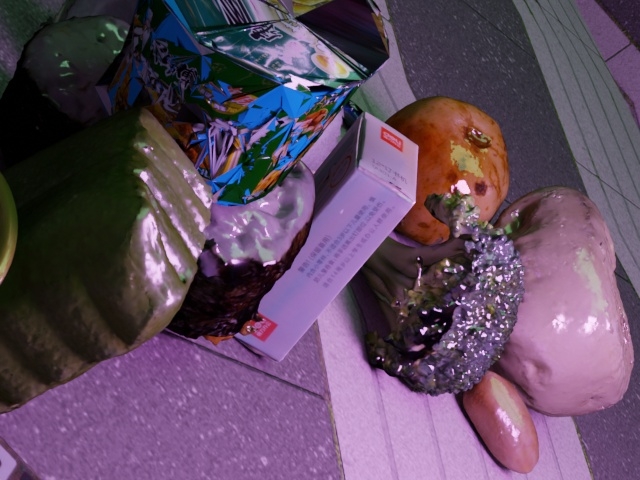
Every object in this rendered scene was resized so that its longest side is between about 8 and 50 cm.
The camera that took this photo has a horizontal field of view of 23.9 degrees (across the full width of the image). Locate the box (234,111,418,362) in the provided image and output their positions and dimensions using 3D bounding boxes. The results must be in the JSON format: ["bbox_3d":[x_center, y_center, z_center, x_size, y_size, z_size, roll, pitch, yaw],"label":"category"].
[{"bbox_3d":[0.000,0.000,1.650,0.079,0.269,0.135,32,30,-13],"label":"box"}]

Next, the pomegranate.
[{"bbox_3d":[0.166,-0.097,2.195,0.215,0.215,0.215,42,26,-27],"label":"pomegranate"}]

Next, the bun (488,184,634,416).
[{"bbox_3d":[0.324,0.096,2.177,0.362,0.234,0.326,-80,153,-60],"label":"bun"}]

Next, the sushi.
[{"bbox_3d":[-0.181,-0.050,1.472,0.348,0.207,0.234,45,42,6],"label":"sushi"}]

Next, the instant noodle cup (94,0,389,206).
[{"bbox_3d":[-0.079,-0.153,1.347,0.240,0.178,0.240,20,39,-17],"label":"instant noodle cup"}]

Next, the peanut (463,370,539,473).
[{"bbox_3d":[0.244,0.242,2.026,0.152,0.076,0.076,62,24,5],"label":"peanut"}]

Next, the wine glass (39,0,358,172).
[{"bbox_3d":[-0.135,-0.180,1.743,0.357,0.190,0.190,25,37,-44],"label":"wine glass"}]

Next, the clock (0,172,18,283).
[{"bbox_3d":[-0.347,0.002,1.140,0.237,0.057,0.237,5,53,-7],"label":"clock"}]

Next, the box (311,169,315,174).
[{"bbox_3d":[-0.031,-0.012,1.780,0.089,0.125,0.043,49,25,-10],"label":"box"}]

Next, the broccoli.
[{"bbox_3d":[0.130,0.060,1.938,0.243,0.247,0.263,34,-35,36],"label":"broccoli"}]

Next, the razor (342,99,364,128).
[{"bbox_3d":[0.133,-0.126,2.343,0.324,0.093,0.056,32,67,-35],"label":"razor"}]

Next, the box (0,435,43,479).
[{"bbox_3d":[-0.221,0.271,1.140,0.325,0.047,0.180,49,24,-12],"label":"box"}]

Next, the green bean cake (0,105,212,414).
[{"bbox_3d":[-0.211,0.016,1.244,0.125,0.248,0.222,52,24,-26],"label":"green bean cake"}]
